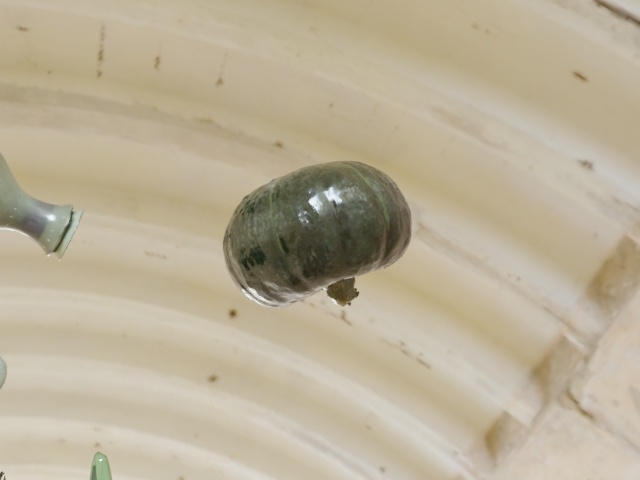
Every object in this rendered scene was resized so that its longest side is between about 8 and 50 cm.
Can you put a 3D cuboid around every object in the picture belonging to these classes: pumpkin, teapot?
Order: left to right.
[{"bbox_3d":[-0.563,-0.060,1.680,0.183,0.251,0.183,-54,20,29],"label":"teapot"},{"bbox_3d":[-0.002,-0.001,1.010,0.211,0.152,0.211,-9,-8,-1],"label":"pumpkin"}]

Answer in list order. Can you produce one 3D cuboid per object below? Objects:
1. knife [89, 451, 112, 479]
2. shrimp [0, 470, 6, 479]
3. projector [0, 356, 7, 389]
[{"bbox_3d":[-0.145,0.242,0.608,0.014,0.030,0.207,9,-102,-68],"label":"knife"},{"bbox_3d":[-0.455,0.347,1.217,0.161,0.091,0.034,-101,13,-70],"label":"shrimp"},{"bbox_3d":[-0.440,0.165,0.860,0.177,0.163,0.242,-55,-15,30],"label":"projector"}]
